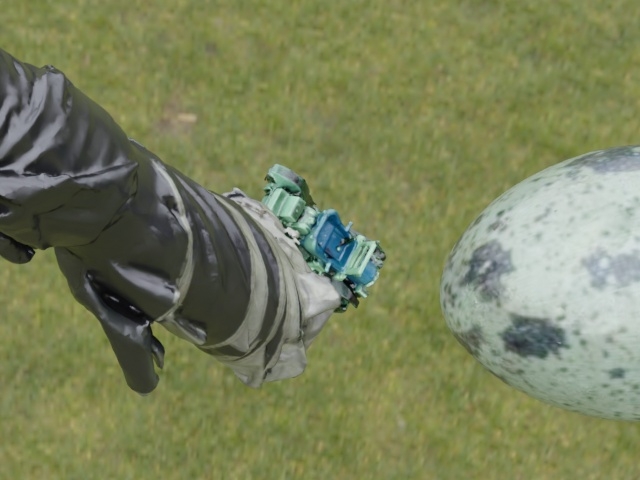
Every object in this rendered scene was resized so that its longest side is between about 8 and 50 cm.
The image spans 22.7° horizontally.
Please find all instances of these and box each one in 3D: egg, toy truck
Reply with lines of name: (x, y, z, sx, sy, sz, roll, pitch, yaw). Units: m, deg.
egg: (0.142, 0.021, 0.760, 0.172, 0.132, 0.132, -5, 50, -7)
toy truck: (0.001, 0.001, 1.466, 0.078, 0.154, 0.080, 2, 59, 49)

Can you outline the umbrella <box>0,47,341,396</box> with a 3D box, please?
umbrella: (-0.116, -0.016, 0.784, 0.106, 0.357, 0.113, -38, 56, 10)
